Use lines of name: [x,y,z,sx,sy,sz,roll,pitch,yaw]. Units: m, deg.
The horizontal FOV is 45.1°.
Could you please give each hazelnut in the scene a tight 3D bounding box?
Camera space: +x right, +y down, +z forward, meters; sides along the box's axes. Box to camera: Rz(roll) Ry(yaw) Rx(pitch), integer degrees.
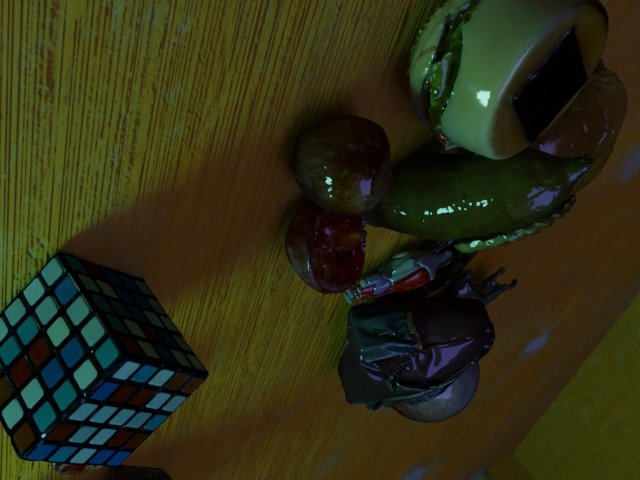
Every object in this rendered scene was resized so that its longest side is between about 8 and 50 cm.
hazelnut: [0.029,-0.100,1.064,0.143,0.143,0.154,-33,165,-15]

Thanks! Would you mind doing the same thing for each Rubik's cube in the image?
Rubik's cube: [-0.289,0.154,0.967,0.187,0.182,0.184,-46,151,8]

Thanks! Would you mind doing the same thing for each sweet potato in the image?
sweet potato: [0.245,-0.074,1.227,0.158,0.370,0.157,-1,91,-54]

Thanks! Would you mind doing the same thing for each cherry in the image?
cherry: [0.248,0.324,1.790,0.239,0.206,0.239,-34,166,-9]

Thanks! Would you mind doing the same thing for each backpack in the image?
backpack: [0.202,0.226,1.577,0.318,0.197,0.283,-10,152,-12]

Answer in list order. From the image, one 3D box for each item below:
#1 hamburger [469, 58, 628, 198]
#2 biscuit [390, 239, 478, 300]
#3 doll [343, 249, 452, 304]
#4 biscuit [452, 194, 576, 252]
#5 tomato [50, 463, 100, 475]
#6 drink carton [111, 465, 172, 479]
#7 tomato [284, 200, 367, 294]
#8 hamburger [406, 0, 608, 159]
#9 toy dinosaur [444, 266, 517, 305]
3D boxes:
hamburger: [0.396,-0.175,1.365,0.319,0.158,0.318,-29,146,-22]
biscuit: [0.266,0.036,1.604,0.290,0.041,0.208,-45,151,6]
doll: [0.153,0.066,1.475,0.228,0.075,0.102,-24,161,-11]
biscuit: [0.399,-0.044,1.495,0.274,0.036,0.187,-29,-169,-29]
tomato: [-0.352,0.290,1.184,0.156,0.069,0.155,-29,151,-18]
drink carton: [-0.361,0.544,1.405,0.190,0.191,0.185,-37,152,4]
tomato: [0.000,0.000,1.201,0.139,0.091,0.159,-26,121,-42]
hamburger: [0.259,-0.258,1.083,0.302,0.170,0.302,-34,150,-23]
toy dinosaur: [0.357,0.128,1.781,0.294,0.077,0.162,0,146,-45]
